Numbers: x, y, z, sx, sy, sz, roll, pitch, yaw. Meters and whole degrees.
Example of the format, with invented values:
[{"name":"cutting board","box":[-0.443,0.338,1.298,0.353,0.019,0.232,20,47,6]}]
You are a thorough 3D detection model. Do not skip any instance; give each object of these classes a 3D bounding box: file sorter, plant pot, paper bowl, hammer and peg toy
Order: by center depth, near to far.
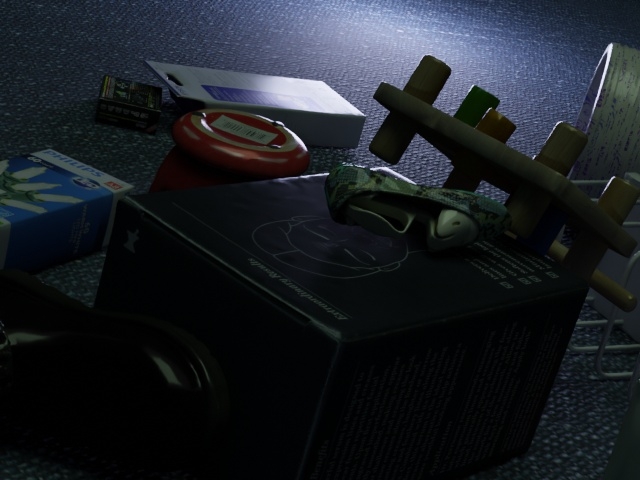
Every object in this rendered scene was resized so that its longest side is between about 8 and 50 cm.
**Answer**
[{"name":"hammer and peg toy","box":[0.235,-0.060,1.688,0.266,0.127,0.361,32,1,34]},{"name":"plant pot","box":[-0.112,-0.055,1.812,0.191,0.174,0.191,13,23,-6]},{"name":"file sorter","box":[0.383,0.059,1.858,0.173,0.193,0.277,-1,27,-30]},{"name":"paper bowl","box":[0.459,-0.145,2.284,0.148,0.284,0.284,19,21,5]}]

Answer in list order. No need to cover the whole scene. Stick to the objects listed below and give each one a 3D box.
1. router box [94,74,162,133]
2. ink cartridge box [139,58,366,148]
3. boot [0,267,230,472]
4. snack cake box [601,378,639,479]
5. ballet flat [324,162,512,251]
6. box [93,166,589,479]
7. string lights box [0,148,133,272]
[{"name":"router box","box":[-0.284,-0.202,2.237,0.092,0.038,0.122,13,21,-10]},{"name":"ink cartridge box","box":[-0.110,-0.211,2.348,0.332,0.065,0.165,5,24,-30]},{"name":"boot","box":[-0.279,0.122,1.296,0.348,0.131,0.260,17,11,32]},{"name":"snack cake box","box":[0.404,0.205,1.556,0.089,0.152,0.264,32,27,35]},{"name":"ballet flat","box":[0.093,-0.020,1.456,0.188,0.070,0.070,12,21,-4]},{"name":"box","box":[0.018,0.090,1.486,0.293,0.212,0.395,32,26,35]},{"name":"string lights box","box":[-0.344,-0.029,1.709,0.133,0.077,0.259,23,22,22]}]
